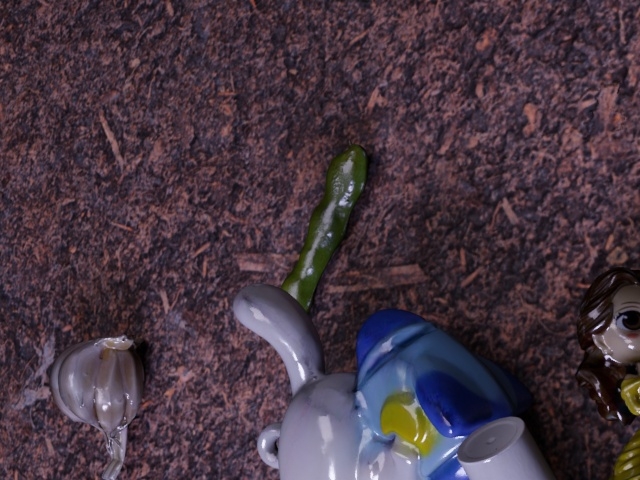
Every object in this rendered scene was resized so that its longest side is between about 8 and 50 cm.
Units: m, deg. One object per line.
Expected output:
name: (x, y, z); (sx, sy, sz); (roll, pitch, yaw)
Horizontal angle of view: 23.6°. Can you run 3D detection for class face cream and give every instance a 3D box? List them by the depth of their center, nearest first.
face cream: (0.224, 0.295, 1.513); (0.077, 0.077, 0.250); (-21, 108, 33)

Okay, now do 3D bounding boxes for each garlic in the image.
garlic: (-0.290, 0.218, 2.019); (0.131, 0.127, 0.194); (-166, 73, -81)

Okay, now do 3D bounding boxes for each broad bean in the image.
broad bean: (0.000, -0.001, 1.880); (0.052, 0.053, 0.256); (23, 94, 2)

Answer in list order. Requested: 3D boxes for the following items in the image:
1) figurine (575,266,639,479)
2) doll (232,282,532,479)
figurine: (0.325, 0.171, 1.507); (0.187, 0.168, 0.315); (-9, 64, 5)
doll: (0.093, 0.214, 1.664); (0.365, 0.187, 0.376); (-9, 116, 31)
